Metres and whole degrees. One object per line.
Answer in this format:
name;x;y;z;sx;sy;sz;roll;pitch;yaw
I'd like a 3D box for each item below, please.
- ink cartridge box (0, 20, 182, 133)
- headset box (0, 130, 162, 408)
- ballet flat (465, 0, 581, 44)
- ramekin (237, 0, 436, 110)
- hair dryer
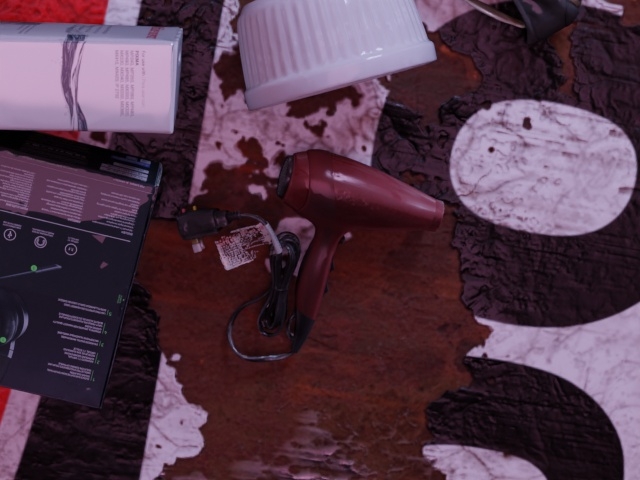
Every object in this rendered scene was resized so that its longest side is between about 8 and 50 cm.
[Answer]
ink cartridge box;-0.267;-0.175;1.463;0.237;0.172;0.100;1;104;-4
headset box;-0.326;0.030;1.531;0.246;0.131;0.283;13;103;-7
ballet flat;0.163;-0.316;1.501;0.280;0.095;0.096;41;110;-12
ramekin;0.010;-0.214;1.461;0.207;0.207;0.109;-14;95;0
hair dryer;0.000;0.000;1.590;0.294;0.080;0.223;-21;120;7
